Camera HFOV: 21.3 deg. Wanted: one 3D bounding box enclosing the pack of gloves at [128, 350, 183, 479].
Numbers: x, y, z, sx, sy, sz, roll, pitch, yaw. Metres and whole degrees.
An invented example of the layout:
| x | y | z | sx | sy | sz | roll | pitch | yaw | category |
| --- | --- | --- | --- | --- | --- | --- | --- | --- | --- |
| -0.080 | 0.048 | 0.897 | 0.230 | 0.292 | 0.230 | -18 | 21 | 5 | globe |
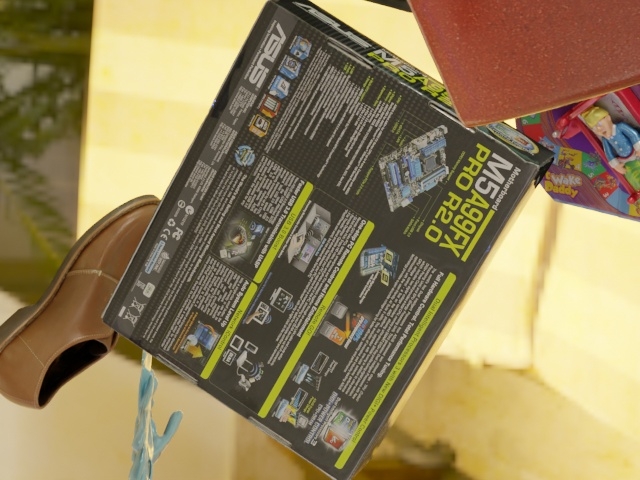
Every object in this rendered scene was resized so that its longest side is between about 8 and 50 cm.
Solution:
| x | y | z | sx | sy | sz | roll | pitch | yaw | category |
| --- | --- | --- | --- | --- | --- | --- | --- | --- | --- |
| -0.151 | 0.182 | 1.582 | 0.232 | 0.046 | 0.195 | -89 | 7 | -45 | pack of gloves |

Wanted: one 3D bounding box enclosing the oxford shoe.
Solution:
| x | y | z | sx | sy | sz | roll | pitch | yaw | category |
| --- | --- | --- | --- | --- | --- | --- | --- | --- | --- |
| -0.181 | 0.053 | 1.378 | 0.076 | 0.212 | 0.076 | 27 | 157 | 28 | oxford shoe |

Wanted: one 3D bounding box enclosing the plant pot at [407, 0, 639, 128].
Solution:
| x | y | z | sx | sy | sz | roll | pitch | yaw | category |
| --- | --- | --- | --- | --- | --- | --- | --- | --- | --- |
| 0.158 | -0.237 | 0.725 | 0.267 | 0.236 | 0.267 | 61 | -145 | -45 | plant pot |

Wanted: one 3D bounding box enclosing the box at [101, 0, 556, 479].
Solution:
| x | y | z | sx | sy | sz | roll | pitch | yaw | category |
| --- | --- | --- | --- | --- | --- | --- | --- | --- | --- |
| 0.000 | 0.000 | 1.175 | 0.270 | 0.216 | 0.060 | -61 | -10 | 19 | box |

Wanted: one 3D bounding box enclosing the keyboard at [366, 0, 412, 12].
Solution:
| x | y | z | sx | sy | sz | roll | pitch | yaw | category |
| --- | --- | --- | --- | --- | --- | --- | --- | --- | --- |
| 0.035 | -0.328 | 1.167 | 0.033 | 0.201 | 0.317 | 25 | 103 | 56 | keyboard |

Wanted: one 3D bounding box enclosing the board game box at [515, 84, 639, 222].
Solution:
| x | y | z | sx | sy | sz | roll | pitch | yaw | category |
| --- | --- | --- | --- | --- | --- | --- | --- | --- | --- |
| 0.202 | -0.069 | 1.177 | 0.169 | 0.033 | 0.133 | 16 | 123 | 30 | board game box |
